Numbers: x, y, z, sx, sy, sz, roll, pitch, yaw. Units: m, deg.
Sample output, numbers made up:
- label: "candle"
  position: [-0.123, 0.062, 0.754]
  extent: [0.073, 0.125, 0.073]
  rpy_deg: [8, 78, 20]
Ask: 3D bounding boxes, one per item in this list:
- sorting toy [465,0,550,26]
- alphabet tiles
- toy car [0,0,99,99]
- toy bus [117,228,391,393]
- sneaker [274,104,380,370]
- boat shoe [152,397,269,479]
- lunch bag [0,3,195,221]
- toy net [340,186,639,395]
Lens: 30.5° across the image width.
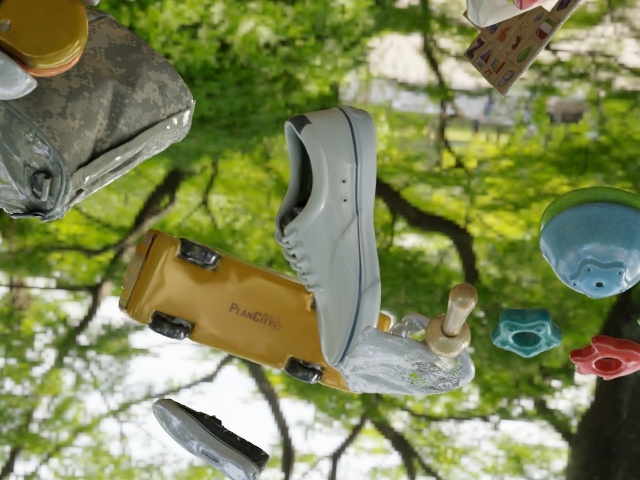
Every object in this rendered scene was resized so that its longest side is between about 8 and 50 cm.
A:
- label: "sorting toy"
  position: [0.274, -0.363, 1.202]
  extent: [0.255, 0.257, 0.089]
  rpy_deg: [-24, -139, -15]
- label: "alphabet tiles"
  position: [0.266, -0.313, 1.572]
  extent: [0.009, 0.198, 0.237]
  rpy_deg: [30, -163, -26]
- label: "toy car"
  position: [-0.301, -0.227, 1.110]
  extent: [0.182, 0.159, 0.136]
  rpy_deg: [37, 173, -6]
- label: "toy bus"
  position: [-0.077, 0.082, 1.385]
  extent: [0.333, 0.108, 0.130]
  rpy_deg: [21, -178, -27]
- label: "sneaker"
  position: [0.000, 0.000, 1.131]
  extent: [0.091, 0.258, 0.094]
  rpy_deg: [-4, -175, -22]
- label: "boat shoe"
  position: [-0.119, 0.212, 1.270]
  extent: [0.142, 0.049, 0.040]
  rpy_deg: [34, -130, 13]
- label: "lunch bag"
  position: [-0.346, -0.166, 1.557]
  extent: [0.256, 0.212, 0.305]
  rpy_deg: [25, -142, 22]
- label: "toy net"
  position: [0.117, 0.051, 0.726]
  extent: [0.232, 0.045, 0.122]
  rpy_deg: [-26, 130, 36]
